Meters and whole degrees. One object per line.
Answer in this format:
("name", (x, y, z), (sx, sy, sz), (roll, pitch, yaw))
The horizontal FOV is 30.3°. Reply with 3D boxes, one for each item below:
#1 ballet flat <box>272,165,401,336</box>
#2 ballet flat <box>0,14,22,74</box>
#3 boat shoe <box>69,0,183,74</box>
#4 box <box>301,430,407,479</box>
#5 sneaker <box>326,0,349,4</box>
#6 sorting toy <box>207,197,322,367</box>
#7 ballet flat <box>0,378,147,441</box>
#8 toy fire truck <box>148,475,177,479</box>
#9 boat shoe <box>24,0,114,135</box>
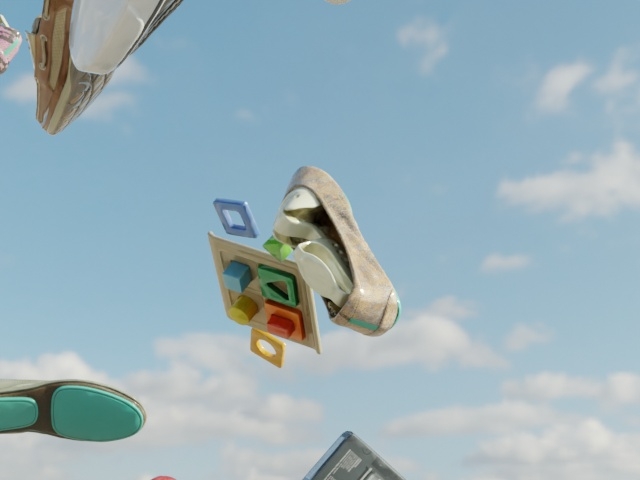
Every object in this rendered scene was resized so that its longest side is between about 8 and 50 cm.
("ballet flat", (0.000, 0.000, 1.571), (0.106, 0.316, 0.108), (6, -56, -36))
("ballet flat", (-0.464, -0.280, 1.597), (0.221, 0.079, 0.077), (27, -27, 45))
("boat shoe", (-0.100, -0.248, 0.935), (0.102, 0.108, 0.301), (12, -55, -37))
("box", (0.015, 0.301, 0.958), (0.183, 0.233, 0.059), (41, -9, 1))
("sneaker", (0.086, -0.448, 1.690), (0.102, 0.161, 0.282), (37, -71, -11))
("sorting toy", (-0.091, 0.089, 1.795), (0.196, 0.047, 0.348), (21, -40, 28))
("ballet flat", (-0.291, 0.170, 1.250), (0.213, 0.072, 0.068), (3, 19, -14))
("toy fire truck", (-0.200, 0.460, 1.839), (0.158, 0.217, 0.246), (-29, -7, 21))
("boat shoe", (-0.368, -0.287, 1.732), (0.116, 0.123, 0.324), (37, -45, 4))
